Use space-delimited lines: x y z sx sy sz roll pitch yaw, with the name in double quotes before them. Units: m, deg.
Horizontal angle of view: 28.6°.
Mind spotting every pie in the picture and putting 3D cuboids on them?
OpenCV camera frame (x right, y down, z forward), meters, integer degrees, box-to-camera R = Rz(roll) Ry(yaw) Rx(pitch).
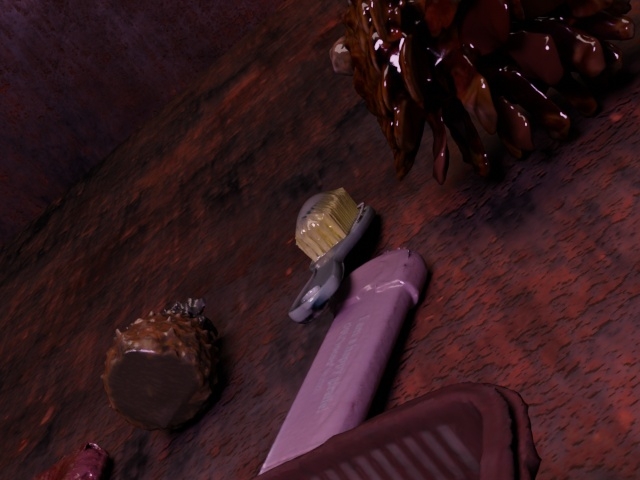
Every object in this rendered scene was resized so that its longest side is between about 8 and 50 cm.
"pie" -0.257 0.249 1.175 0.153 0.038 0.153 -38 14 12

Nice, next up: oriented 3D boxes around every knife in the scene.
"knife" 0.016 0.111 0.897 0.132 0.038 0.398 -22 21 26

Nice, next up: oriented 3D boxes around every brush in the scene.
"brush" 0.000 0.000 1.107 0.068 0.060 0.297 -40 6 15

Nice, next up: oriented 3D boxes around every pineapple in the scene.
"pineapple" -0.141 0.102 1.187 0.108 0.108 0.198 -37 11 15

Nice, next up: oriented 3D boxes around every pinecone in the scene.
"pinecone" 0.135 -0.182 1.044 0.264 0.264 0.264 -38 17 13

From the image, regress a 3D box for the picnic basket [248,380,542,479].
"picnic basket" 0.000 0.206 0.544 0.297 0.129 0.222 -32 21 33
